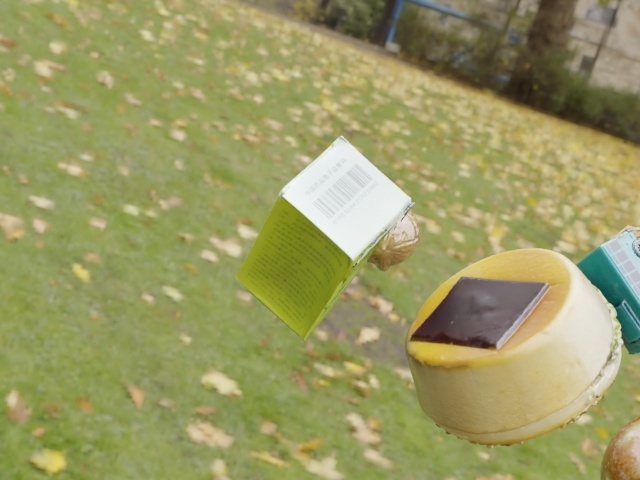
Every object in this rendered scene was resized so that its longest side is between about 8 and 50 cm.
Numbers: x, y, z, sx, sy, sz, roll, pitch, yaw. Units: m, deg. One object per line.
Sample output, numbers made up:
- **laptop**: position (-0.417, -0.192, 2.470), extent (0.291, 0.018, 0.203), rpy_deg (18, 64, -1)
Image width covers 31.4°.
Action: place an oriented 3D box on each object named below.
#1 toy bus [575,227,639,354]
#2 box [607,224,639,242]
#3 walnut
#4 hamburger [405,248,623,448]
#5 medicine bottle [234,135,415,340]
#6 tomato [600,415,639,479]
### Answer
- **toy bus**: position (0.429, 0.076, 1.566), extent (0.091, 0.079, 0.160), rpy_deg (-23, 75, -35)
- **box**: position (0.570, 0.008, 2.067), extent (0.020, 0.073, 0.149), rpy_deg (50, -5, -14)
- **walnut**: position (0.093, -0.008, 1.635), extent (0.105, 0.105, 0.124), rpy_deg (18, 24, 3)
- **hamburger**: position (0.260, 0.147, 1.518), extent (0.176, 0.300, 0.300), rpy_deg (61, -12, -25)
- **medicine bottle**: position (0.000, 0.000, 1.519), extent (0.141, 0.250, 0.137), rpy_deg (43, 56, 7)
- **tomato**: position (0.574, 0.386, 1.754), extent (0.270, 0.270, 0.223), rpy_deg (27, -30, 51)
